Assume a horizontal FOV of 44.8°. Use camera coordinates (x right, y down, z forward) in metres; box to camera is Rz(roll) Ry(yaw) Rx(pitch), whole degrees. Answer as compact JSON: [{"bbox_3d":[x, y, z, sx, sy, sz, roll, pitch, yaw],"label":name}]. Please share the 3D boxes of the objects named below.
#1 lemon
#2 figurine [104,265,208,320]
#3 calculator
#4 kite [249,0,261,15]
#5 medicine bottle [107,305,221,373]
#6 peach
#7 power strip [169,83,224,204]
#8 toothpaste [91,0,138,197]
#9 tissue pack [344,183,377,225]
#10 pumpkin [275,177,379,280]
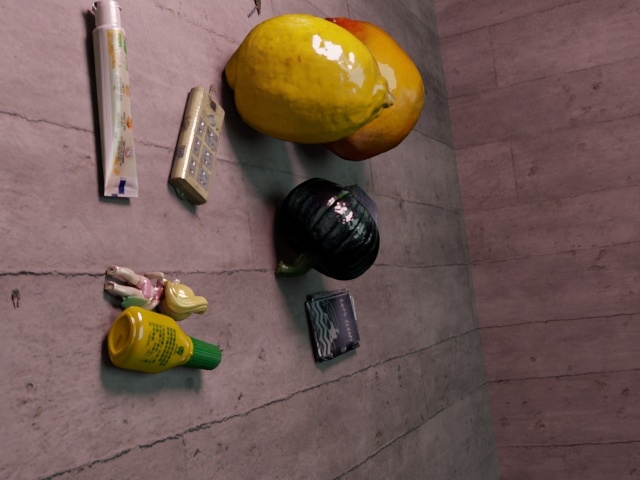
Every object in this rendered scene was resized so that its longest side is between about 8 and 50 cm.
[{"bbox_3d":[-0.029,-0.334,1.619,0.285,0.316,0.285,35,51,-57],"label":"lemon"},{"bbox_3d":[-0.265,0.089,1.255,0.187,0.083,0.083,32,52,-47],"label":"figurine"},{"bbox_3d":[0.038,0.203,1.930,0.274,0.028,0.166,-2,80,-67],"label":"calculator"},{"bbox_3d":[-0.166,-0.611,1.792,0.160,0.010,0.183,-64,142,-57],"label":"kite"},{"bbox_3d":[-0.244,0.175,1.268,0.260,0.064,0.095,32,68,-60],"label":"medicine bottle"},{"bbox_3d":[0.093,-0.377,1.928,0.372,0.289,0.373,-27,128,-41],"label":"peach"},{"bbox_3d":[-0.228,-0.194,1.472,0.092,0.034,0.268,49,39,-49],"label":"power strip"},{"bbox_3d":[-0.329,-0.226,1.247,0.056,0.058,0.314,171,-85,-71],"label":"toothpaste"},{"bbox_3d":[0.111,-0.075,2.162,0.156,0.051,0.112,38,50,-57],"label":"tissue pack"},{"bbox_3d":[0.000,0.000,1.725,0.248,0.248,0.248,-9,90,-66],"label":"pumpkin"}]
